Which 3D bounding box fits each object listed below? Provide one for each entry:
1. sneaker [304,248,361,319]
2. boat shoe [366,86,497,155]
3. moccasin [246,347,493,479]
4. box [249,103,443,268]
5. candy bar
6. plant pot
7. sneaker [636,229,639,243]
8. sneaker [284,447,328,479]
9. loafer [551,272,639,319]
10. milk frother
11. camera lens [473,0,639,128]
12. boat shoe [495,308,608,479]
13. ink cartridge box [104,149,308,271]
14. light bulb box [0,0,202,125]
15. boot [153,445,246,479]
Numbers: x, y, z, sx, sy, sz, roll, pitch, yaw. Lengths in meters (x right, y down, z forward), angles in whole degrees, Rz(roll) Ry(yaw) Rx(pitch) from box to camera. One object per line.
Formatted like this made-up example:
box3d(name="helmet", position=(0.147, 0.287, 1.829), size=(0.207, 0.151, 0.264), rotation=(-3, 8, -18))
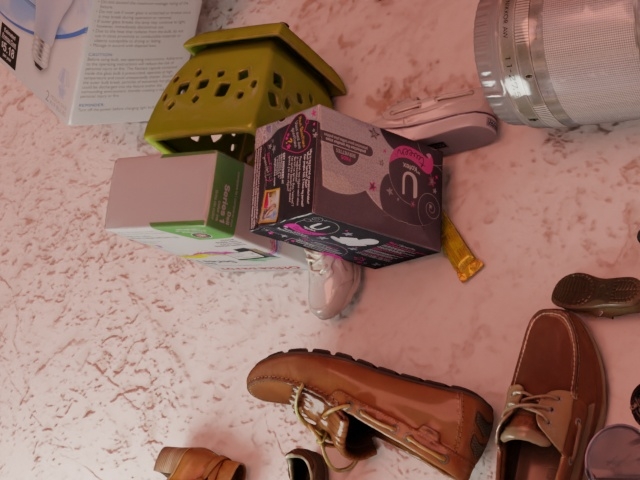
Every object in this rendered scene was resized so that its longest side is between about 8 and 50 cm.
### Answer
box3d(name="sneaker", position=(0.000, 0.000, 1.880), size=(0.090, 0.115, 0.232), rotation=(-10, 67, 39))
box3d(name="boat shoe", position=(0.139, -0.169, 1.871), size=(0.258, 0.095, 0.084), rotation=(-7, 65, 23))
box3d(name="moccasin", position=(0.053, 0.246, 1.749), size=(0.380, 0.139, 0.147), rotation=(14, 72, 29))
box3d(name="box", position=(0.042, -0.072, 1.776), size=(0.142, 0.247, 0.163), rotation=(-15, 66, 46))
box3d(name="candy bar", position=(0.181, -0.010, 1.817), size=(0.040, 0.018, 0.161), rotation=(-39, 54, 15))
box3d(name="plant pot", position=(-0.103, -0.208, 1.972), size=(0.228, 0.227, 0.207), rotation=(0, 67, 36))
box3d(name="sneaker", position=(0.510, 0.009, 1.539), size=(0.229, 0.086, 0.132), rotation=(34, 89, 29))
box3d(name="sneaker", position=(-0.019, 0.384, 1.778), size=(0.066, 0.071, 0.188), rotation=(-27, 58, 25))
box3d(name="loafer", position=(0.361, 0.077, 1.634), size=(0.148, 0.050, 0.056), rotation=(4, 60, 54))
box3d(name="milk frother", position=(0.378, 0.234, 1.506), size=(0.129, 0.135, 0.143), rotation=(-44, 53, 14))
box3d(name="camera lens", position=(0.366, -0.262, 1.648), size=(0.274, 0.219, 0.219), rotation=(-4, 71, 35))
box3d(name="boat shoe", position=(0.282, 0.237, 1.586), size=(0.123, 0.116, 0.324), rotation=(-7, 69, 34))
box3d(name="ink cartridge box", position=(-0.151, -0.037, 1.903), size=(0.201, 0.278, 0.117), rotation=(-2, 75, 35))
box3d(name="light bulb box", position=(-0.391, -0.438, 2.181), size=(0.358, 0.225, 0.361), rotation=(39, 125, 38))
box3d(name="boot", position=(-0.195, 0.408, 1.900), size=(0.152, 0.073, 0.197), rotation=(5, 78, 33))
